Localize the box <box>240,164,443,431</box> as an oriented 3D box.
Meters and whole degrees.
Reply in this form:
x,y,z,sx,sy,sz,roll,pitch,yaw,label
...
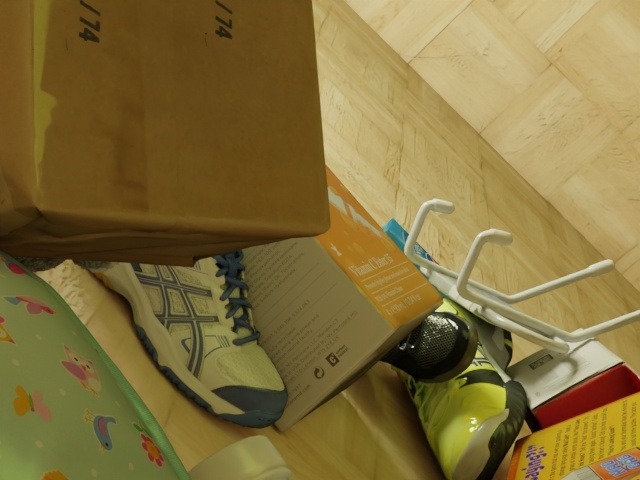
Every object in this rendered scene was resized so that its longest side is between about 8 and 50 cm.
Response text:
x,y,z,sx,sy,sz,roll,pitch,yaw,label
-0.060,0.002,1.416,0.345,0.168,0.215,49,18,8,box

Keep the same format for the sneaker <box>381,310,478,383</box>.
x,y,z,sx,sy,sz,roll,pitch,yaw,label
0.074,0.104,1.535,0.130,0.087,0.228,22,-5,-37,sneaker

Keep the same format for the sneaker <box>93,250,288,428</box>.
x,y,z,sx,sy,sz,roll,pitch,yaw,label
-0.117,0.042,1.267,0.296,0.131,0.112,50,16,5,sneaker

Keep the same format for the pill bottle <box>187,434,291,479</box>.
x,y,z,sx,sy,sz,roll,pitch,yaw,label
-0.014,0.273,0.988,0.245,0.136,0.136,53,19,20,pill bottle

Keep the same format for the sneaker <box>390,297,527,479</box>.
x,y,z,sx,sy,sz,roll,pitch,yaw,label
0.154,0.185,1.618,0.147,0.145,0.384,26,16,-7,sneaker

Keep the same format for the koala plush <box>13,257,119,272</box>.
x,y,z,sx,sy,sz,roll,pitch,yaw,label
-0.261,-0.071,1.124,0.196,0.203,0.221,16,47,-58,koala plush

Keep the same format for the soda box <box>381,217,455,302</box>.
x,y,z,sx,sy,sz,roll,pitch,yaw,label
0.150,0.070,1.906,0.210,0.071,0.067,45,18,-5,soda box

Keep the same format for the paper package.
x,y,z,sx,sy,sz,roll,pitch,yaw,label
-0.159,-0.153,1.030,0.310,0.168,0.324,5,77,-46,paper package

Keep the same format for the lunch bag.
x,y,z,sx,sy,sz,roll,pitch,yaw,label
-0.229,0.112,0.818,0.262,0.160,0.223,57,21,14,lunch bag

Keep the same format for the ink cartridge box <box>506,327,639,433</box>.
x,y,z,sx,sy,sz,roll,pitch,yaw,label
0.363,0.289,1.601,0.309,0.130,0.272,61,1,-7,ink cartridge box

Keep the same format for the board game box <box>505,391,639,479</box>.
x,y,z,sx,sy,sz,roll,pitch,yaw,label
0.408,0.347,1.291,0.356,0.356,0.356,64,17,-5,board game box

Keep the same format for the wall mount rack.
x,y,z,sx,sy,sz,roll,pitch,yaw,label
0.282,0.055,1.714,0.304,0.130,0.350,22,6,-19,wall mount rack
